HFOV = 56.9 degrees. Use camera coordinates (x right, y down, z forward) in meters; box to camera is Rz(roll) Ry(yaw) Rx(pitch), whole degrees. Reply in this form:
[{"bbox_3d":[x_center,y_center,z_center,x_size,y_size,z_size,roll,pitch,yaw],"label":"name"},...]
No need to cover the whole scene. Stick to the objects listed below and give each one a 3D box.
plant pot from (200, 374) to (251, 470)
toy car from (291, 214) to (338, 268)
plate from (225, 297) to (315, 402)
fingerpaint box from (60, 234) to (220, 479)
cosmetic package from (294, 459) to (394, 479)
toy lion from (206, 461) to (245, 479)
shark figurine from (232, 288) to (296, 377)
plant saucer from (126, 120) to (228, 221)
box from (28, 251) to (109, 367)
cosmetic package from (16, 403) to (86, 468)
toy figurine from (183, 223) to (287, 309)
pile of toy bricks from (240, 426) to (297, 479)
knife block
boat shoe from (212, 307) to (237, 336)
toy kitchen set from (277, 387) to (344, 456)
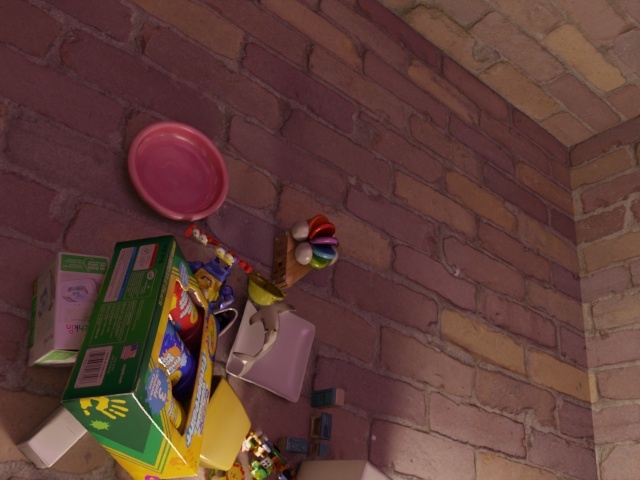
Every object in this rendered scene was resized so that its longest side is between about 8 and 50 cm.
[{"bbox_3d":[-0.318,0.506,1.598,0.187,0.212,0.212,51,47,-29],"label":"plant pot"},{"bbox_3d":[0.000,0.000,1.981,0.159,0.136,0.181,6,68,-38],"label":"toy car"},{"bbox_3d":[-0.159,0.344,1.890,0.278,0.045,0.277,31,54,-25],"label":"plate"},{"bbox_3d":[-0.389,0.274,1.403,0.444,0.163,0.370,-90,169,-46],"label":"fingerpaint box"},{"bbox_3d":[0.106,0.875,1.690,0.394,0.328,0.329,42,53,-19],"label":"cosmetic package"},{"bbox_3d":[-0.263,0.671,1.681,0.100,0.034,0.096,45,43,-16],"label":"toy lion"},{"bbox_3d":[-0.168,0.289,1.816,0.167,0.116,0.278,7,53,-1],"label":"shark figurine"},{"bbox_3d":[-0.451,-0.210,1.856,0.332,0.084,0.331,16,63,-33],"label":"plant saucer"},{"bbox_3d":[-0.613,0.178,1.441,0.127,0.262,0.230,9,67,-36],"label":"box"},{"bbox_3d":[-0.607,0.435,1.438,0.085,0.117,0.231,53,47,-8],"label":"cosmetic package"},{"bbox_3d":[-0.307,0.143,1.786,0.363,0.191,0.217,37,87,8],"label":"toy figurine"},{"bbox_3d":[-0.160,0.666,1.732,0.105,0.118,0.212,-36,111,-4],"label":"pile of toy bricks"},{"bbox_3d":[-0.043,0.064,2.072,0.242,0.088,0.275,18,61,-32],"label":"knife block"},{"bbox_3d":[-0.353,0.272,1.731,0.268,0.088,0.096,-25,89,-43],"label":"boat shoe"},{"bbox_3d":[-0.031,0.562,1.851,0.166,0.122,0.207,22,59,-31],"label":"toy kitchen set"}]
